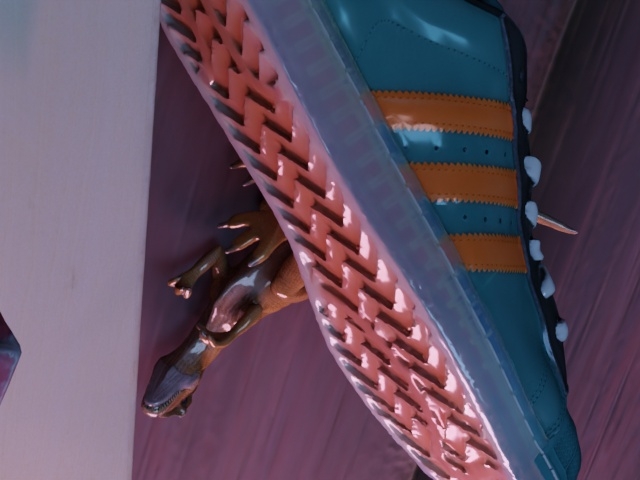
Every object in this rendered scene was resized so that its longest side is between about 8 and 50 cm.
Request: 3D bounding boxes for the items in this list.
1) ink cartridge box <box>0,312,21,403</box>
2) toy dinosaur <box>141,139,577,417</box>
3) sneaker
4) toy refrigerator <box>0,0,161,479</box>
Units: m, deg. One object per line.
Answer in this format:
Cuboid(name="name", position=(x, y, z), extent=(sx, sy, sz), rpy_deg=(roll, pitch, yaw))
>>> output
Cuboid(name="ink cartridge box", position=(-0.267, 0.112, 0.569), extent=(0.160, 0.279, 0.385), rpy_deg=(10, 113, -36))
Cuboid(name="toy dinosaur", position=(0.000, 0.000, 0.829), extent=(0.211, 0.064, 0.112), rpy_deg=(-29, 145, 0))
Cuboid(name="sneaker", position=(0.047, -0.029, 0.745), extent=(0.121, 0.108, 0.302), rpy_deg=(-34, 107, -23))
Cuboid(name="toy refrigerator", position=(-0.128, -0.004, 0.704), extent=(0.094, 0.102, 0.270), rpy_deg=(-11, 125, -27))
